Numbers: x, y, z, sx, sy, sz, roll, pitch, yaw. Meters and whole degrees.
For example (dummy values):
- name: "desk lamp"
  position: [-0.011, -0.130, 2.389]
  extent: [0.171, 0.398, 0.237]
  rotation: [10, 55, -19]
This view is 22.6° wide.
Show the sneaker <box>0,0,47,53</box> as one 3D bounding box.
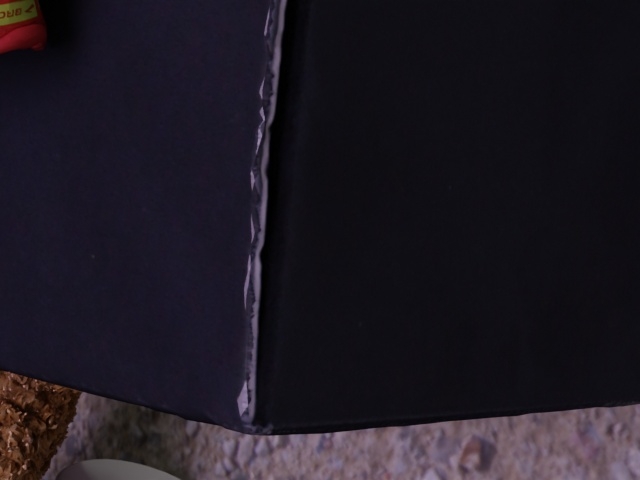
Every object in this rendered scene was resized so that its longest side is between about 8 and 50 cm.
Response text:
- name: "sneaker"
  position: [-0.140, -0.132, 0.634]
  extent: [0.118, 0.107, 0.279]
  rotation: [49, 122, 11]

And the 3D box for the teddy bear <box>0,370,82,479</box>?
- name: "teddy bear"
  position: [-0.238, 0.141, 1.231]
  extent: [0.338, 0.113, 0.245]
  rotation: [-63, 11, 3]

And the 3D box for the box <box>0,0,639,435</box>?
- name: "box"
  position: [-0.032, -0.083, 0.902]
  extent: [0.472, 0.480, 0.297]
  rotation: [7, 93, 41]

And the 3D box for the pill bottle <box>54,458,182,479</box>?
- name: "pill bottle"
  position: [-0.181, 0.326, 1.249]
  extent: [0.160, 0.160, 0.283]
  rotation: [31, 110, 37]
